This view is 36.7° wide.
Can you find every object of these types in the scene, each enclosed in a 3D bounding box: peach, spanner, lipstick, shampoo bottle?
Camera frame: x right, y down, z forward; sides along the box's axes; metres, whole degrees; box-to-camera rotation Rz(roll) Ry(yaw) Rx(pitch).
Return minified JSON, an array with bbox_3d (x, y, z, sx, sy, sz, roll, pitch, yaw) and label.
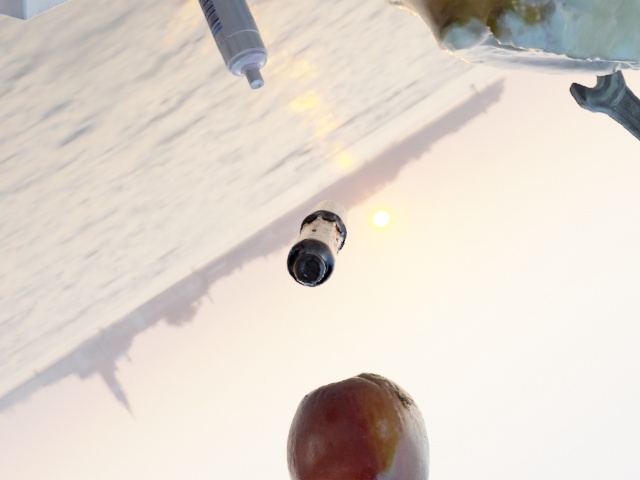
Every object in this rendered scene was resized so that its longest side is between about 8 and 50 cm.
[{"bbox_3d":[0.084,0.466,2.017,0.372,0.373,0.289,-31,163,29],"label":"peach"},{"bbox_3d":[0.387,-0.085,1.022,0.071,0.302,0.017,-45,172,-19],"label":"spanner"},{"bbox_3d":[0.000,0.000,1.473,0.077,0.077,0.418,-32,-173,9],"label":"lipstick"},{"bbox_3d":[-0.176,-0.431,1.891,0.092,0.303,0.092,-21,162,-7],"label":"shampoo bottle"}]

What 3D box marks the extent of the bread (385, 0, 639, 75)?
[{"bbox_3d":[0.175,-0.294,0.715,0.300,0.342,0.210,-9,-161,-41],"label":"bread"}]

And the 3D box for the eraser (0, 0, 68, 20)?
[{"bbox_3d":[-0.401,-0.428,1.346,0.124,0.067,0.210,-53,156,-54],"label":"eraser"}]
